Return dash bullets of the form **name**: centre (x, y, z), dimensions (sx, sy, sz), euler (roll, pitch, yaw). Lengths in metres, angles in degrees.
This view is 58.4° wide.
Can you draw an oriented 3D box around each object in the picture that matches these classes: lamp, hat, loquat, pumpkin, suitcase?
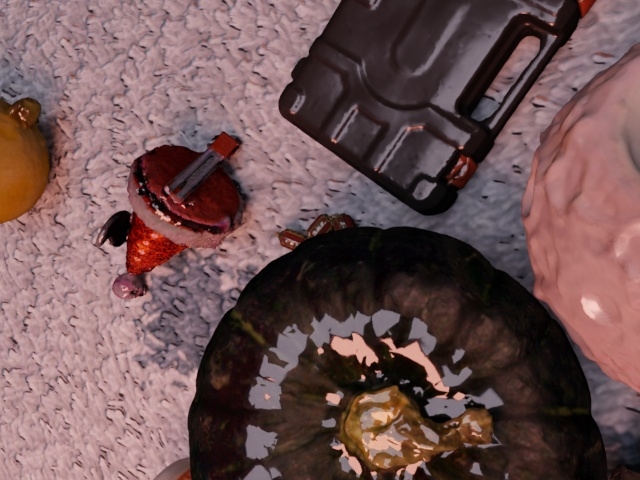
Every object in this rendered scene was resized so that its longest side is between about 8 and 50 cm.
- **lamp**: centre (0.000, 0.000, 0.602), dimensions (0.083, 0.031, 0.063), euler (-30, 80, 17)
- **hat**: centre (-0.181, -0.013, 0.652), dimensions (0.227, 0.129, 0.140), euler (-46, 31, 34)
- **loquat**: centre (-0.425, -0.106, 0.721), dimensions (0.204, 0.149, 0.172), euler (-42, 70, 6)
- **pumpkin**: centre (0.052, 0.145, 0.462), dimensions (0.323, 0.241, 0.323), euler (-3, 76, 12)
- **suitcase**: centre (0.108, -0.189, 0.535), dimensions (0.206, 0.066, 0.285), euler (38, 104, 20)

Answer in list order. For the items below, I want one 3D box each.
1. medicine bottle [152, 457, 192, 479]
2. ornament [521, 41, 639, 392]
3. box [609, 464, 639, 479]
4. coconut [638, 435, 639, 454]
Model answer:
- **medicine bottle**: centre (-0.064, 0.329, 0.568), dimensions (0.252, 0.144, 0.144), euler (19, 97, 21)
- **ornament**: centre (0.267, -0.010, 0.373), dimensions (0.259, 0.225, 0.259), euler (-14, 56, 22)
- **box**: centre (0.257, 0.358, 0.374), dimensions (0.225, 0.190, 0.297), euler (20, 109, 23)
- **coconut**: centre (0.295, 0.162, 0.448), dimensions (0.083, 0.082, 0.081), euler (-30, 41, 17)
